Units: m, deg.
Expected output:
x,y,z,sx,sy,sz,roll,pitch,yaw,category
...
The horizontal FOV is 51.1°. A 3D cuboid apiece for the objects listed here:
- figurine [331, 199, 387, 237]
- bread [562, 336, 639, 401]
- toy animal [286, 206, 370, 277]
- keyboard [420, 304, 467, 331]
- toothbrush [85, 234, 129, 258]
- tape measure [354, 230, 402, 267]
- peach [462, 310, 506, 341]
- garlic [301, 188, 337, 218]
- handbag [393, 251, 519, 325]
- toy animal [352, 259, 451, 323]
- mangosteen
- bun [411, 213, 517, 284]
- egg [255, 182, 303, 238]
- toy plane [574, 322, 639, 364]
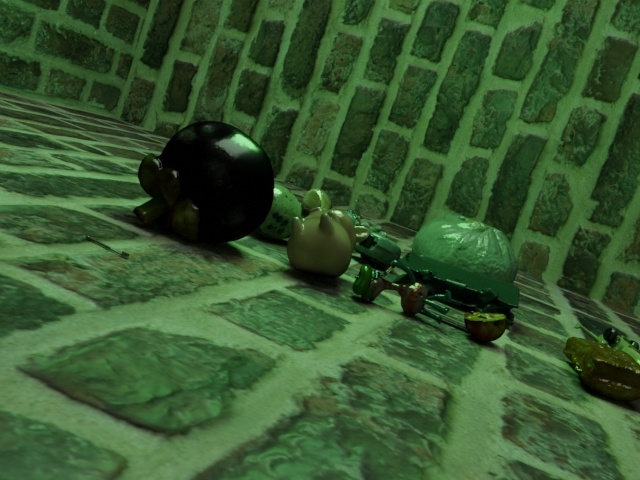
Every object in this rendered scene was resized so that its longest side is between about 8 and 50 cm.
x,y,z,sx,sy,sz,roll,pitch,yaw,category
0.136,-0.021,2.244,0.260,0.103,0.205,12,47,-51,figurine
0.588,0.263,1.408,0.139,0.077,0.271,17,6,9,bread
0.011,0.005,1.480,0.166,0.154,0.250,-2,9,13,toy animal
0.272,0.172,1.493,0.129,0.015,0.049,22,13,15,keyboard
-0.352,0.009,1.106,0.096,0.008,0.006,22,-5,23,toothbrush
0.214,0.056,1.985,0.330,0.084,0.164,30,0,-35,tape measure
0.347,0.184,1.424,0.098,0.062,0.098,-3,2,0,peach
0.004,-0.094,2.295,0.099,0.124,0.174,6,-30,43,garlic
0.369,0.123,1.795,0.326,0.089,0.238,21,9,13,handbag
0.175,0.101,1.411,0.208,0.103,0.100,21,7,4,toy animal
-0.253,-0.109,1.423,0.302,0.275,0.275,-28,35,-28,mangosteen
0.480,0.034,2.206,0.361,0.211,0.362,20,11,-4,bun
-0.120,-0.072,1.747,0.141,0.141,0.181,28,-6,47,egg
0.737,0.277,1.638,0.229,0.092,0.244,32,3,-11,toy plane
